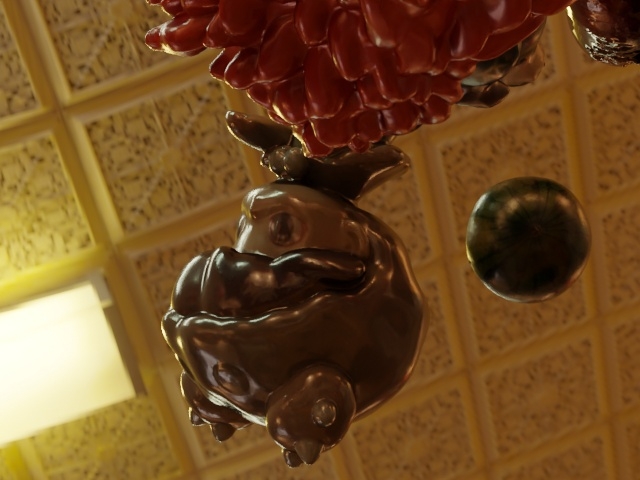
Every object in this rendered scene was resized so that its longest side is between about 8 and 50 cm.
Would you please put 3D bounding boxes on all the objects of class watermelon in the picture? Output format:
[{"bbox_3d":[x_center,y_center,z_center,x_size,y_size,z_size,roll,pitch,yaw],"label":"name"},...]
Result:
[{"bbox_3d":[0.171,-0.002,1.217,0.105,0.062,0.105,0,-93,-7],"label":"watermelon"}]

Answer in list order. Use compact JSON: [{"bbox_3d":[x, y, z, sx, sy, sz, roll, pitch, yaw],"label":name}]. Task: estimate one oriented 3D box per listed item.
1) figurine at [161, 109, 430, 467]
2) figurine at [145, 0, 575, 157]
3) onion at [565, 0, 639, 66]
[{"bbox_3d":[0.000,-0.001,1.286,0.203,0.248,0.380,22,-99,-33],"label":"figurine"},{"bbox_3d":[0.073,-0.178,0.919,0.306,0.241,0.412,-14,-11,29],"label":"figurine"},{"bbox_3d":[0.337,-0.262,1.369,0.272,0.195,0.272,-32,-36,-27],"label":"onion"}]
